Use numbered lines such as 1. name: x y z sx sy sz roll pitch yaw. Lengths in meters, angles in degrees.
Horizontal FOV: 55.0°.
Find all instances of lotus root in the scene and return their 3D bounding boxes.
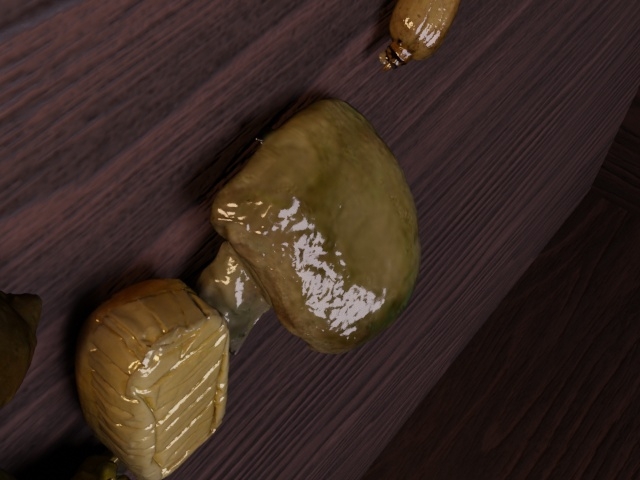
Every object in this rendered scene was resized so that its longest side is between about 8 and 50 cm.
1. lotus root: 0.114 -0.251 0.686 0.072 0.063 0.152 30 94 -47

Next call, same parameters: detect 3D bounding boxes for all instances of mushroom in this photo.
1. mushroom: 0.005 -0.007 0.654 0.292 0.212 0.217 -36 158 -23

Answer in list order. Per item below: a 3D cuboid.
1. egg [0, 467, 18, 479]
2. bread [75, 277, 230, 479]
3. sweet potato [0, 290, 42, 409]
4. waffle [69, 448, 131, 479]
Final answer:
1. egg: -0.301 0.266 0.383 0.289 0.238 0.238 -39 157 8
2. bread: -0.166 0.136 0.616 0.140 0.106 0.236 -36 149 -39
3. sweet potato: -0.312 0.078 0.261 0.423 0.130 0.130 -3 124 -55
4. waffle: -0.264 0.370 0.634 0.329 0.062 0.329 -167 -90 -83
